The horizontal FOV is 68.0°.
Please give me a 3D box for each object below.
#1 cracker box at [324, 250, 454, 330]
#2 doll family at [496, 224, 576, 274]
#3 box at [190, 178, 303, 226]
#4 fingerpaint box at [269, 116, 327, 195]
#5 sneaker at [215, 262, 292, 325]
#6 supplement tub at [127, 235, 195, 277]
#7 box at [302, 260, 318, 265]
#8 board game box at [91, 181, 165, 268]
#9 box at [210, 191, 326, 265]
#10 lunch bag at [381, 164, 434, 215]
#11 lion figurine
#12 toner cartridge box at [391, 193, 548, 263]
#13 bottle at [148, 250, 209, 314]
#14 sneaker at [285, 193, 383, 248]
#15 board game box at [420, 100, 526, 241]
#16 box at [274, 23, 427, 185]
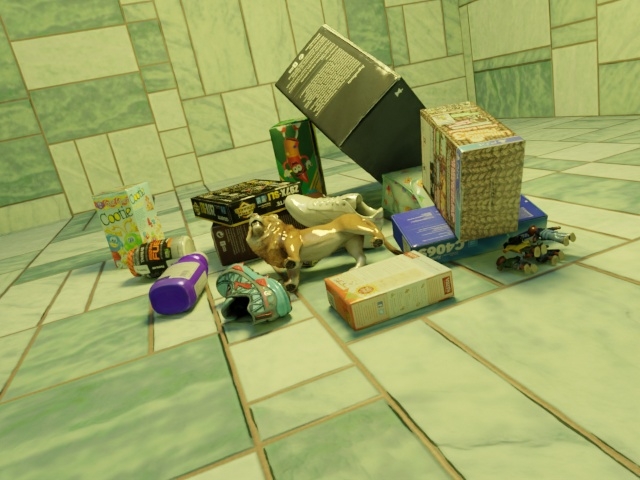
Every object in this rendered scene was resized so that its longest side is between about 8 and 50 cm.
[{"bbox_3d":[0.144,0.101,1.017,0.232,0.067,0.156,-17,18,-14],"label":"cracker box"},{"bbox_3d":[0.477,0.015,1.072,0.193,0.075,0.111,-13,12,-21],"label":"doll family"},{"bbox_3d":[-0.246,-0.131,1.545,0.257,0.079,0.322,-20,19,-31],"label":"box"},{"bbox_3d":[-0.082,-0.312,1.976,0.163,0.370,0.445,-10,18,4],"label":"fingerpaint box"},{"bbox_3d":[-0.188,0.127,1.096,0.125,0.104,0.262,-27,22,-36],"label":"sneaker"},{"bbox_3d":[-0.504,0.055,1.512,0.191,0.116,0.117,-11,17,3],"label":"supplement tub"},{"bbox_3d":[-0.014,0.017,1.403,0.054,0.059,0.169,-1,20,26],"label":"box"},{"bbox_3d":[-0.680,-0.055,1.711,0.142,0.275,0.144,-8,17,13],"label":"board game box"},{"bbox_3d":[-0.156,-0.046,1.574,0.382,0.143,0.191,-15,17,-4],"label":"box"},{"bbox_3d":[0.351,-0.143,1.518,0.224,0.160,0.262,-14,28,-20],"label":"lunch bag"},{"bbox_3d":[0.000,0.000,1.245,0.393,0.142,0.240,-6,34,-2],"label":"lion figurine"},{"bbox_3d":[0.374,-0.035,1.221,0.348,0.075,0.165,-13,34,-4],"label":"toner cartridge box"},{"bbox_3d":[-0.371,0.105,1.302,0.118,0.092,0.283,-10,17,3],"label":"bottle"},{"bbox_3d":[0.045,-0.093,1.391,0.305,0.152,0.114,21,34,11],"label":"sneaker"},{"bbox_3d":[0.357,-0.178,1.160,0.141,0.232,0.291,-11,34,-1],"label":"board game box"},{"bbox_3d":[0.167,-0.452,1.731,0.297,0.480,0.471,-49,50,11],"label":"box"}]
